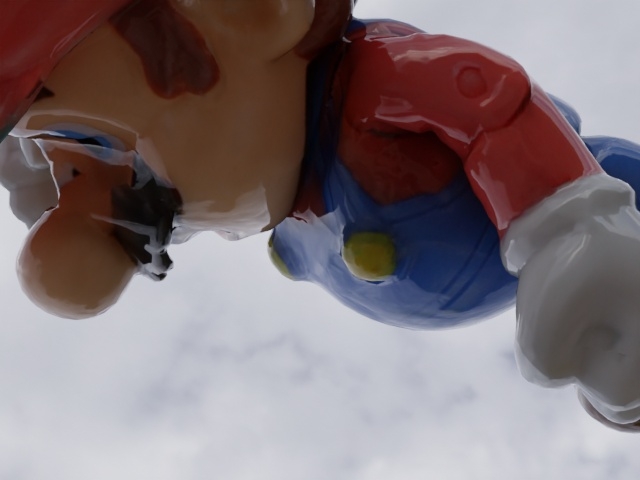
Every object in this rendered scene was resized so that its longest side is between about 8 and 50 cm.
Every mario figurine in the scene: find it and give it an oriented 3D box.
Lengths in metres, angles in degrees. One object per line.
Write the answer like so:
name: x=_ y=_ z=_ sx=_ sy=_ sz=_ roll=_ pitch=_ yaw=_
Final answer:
mario figurine: x=0.000 y=0.000 z=0.509 sx=0.320 sy=0.198 sz=0.170 roll=24 pitch=-134 yaw=-20
